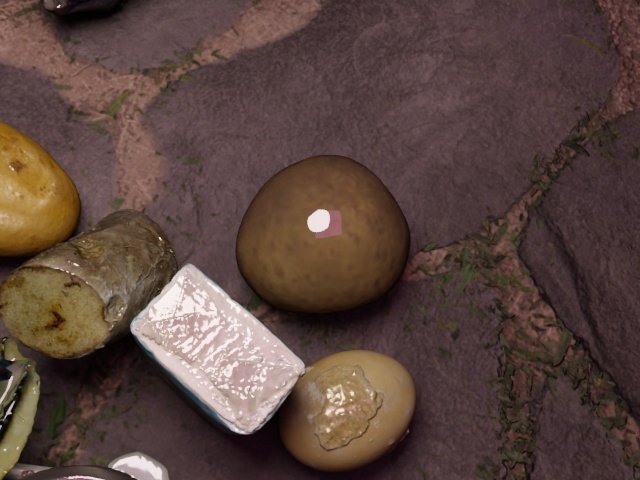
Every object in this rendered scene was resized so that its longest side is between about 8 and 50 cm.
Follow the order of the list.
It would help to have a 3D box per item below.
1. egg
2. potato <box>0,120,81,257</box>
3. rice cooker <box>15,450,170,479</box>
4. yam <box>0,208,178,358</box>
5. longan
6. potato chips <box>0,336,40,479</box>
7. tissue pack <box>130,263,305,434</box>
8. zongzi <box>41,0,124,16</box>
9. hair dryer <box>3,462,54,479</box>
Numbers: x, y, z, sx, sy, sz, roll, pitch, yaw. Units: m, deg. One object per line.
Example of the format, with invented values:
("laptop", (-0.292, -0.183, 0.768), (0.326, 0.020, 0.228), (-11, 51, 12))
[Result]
("egg", (0.039, 0.232, 1.041), (0.201, 0.164, 0.164), (-22, 80, -19))
("potato", (-0.411, -0.056, 1.048), (0.158, 0.203, 0.178), (17, 111, -29))
("rice cooker", (-0.277, 0.390, 0.876), (0.264, 0.316, 0.316), (37, 73, 2))
("yam", (-0.280, 0.055, 0.979), (0.154, 0.254, 0.154), (3, 106, 12))
("longan", (0.000, 0.000, 1.077), (0.246, 0.215, 0.246), (4, 112, 9))
("potato chips", (-0.480, 0.289, 0.865), (0.070, 0.358, 0.429), (37, 56, -40))
("tissue pack", (-0.137, 0.153, 0.974), (0.201, 0.271, 0.124), (45, 74, 4))
("zongzi", (-0.323, -0.596, 1.053), (0.208, 0.432, 0.403), (-23, 78, -51))
("hair dryer", (-0.409, 0.305, 0.996), (0.137, 0.082, 0.047), (17, 72, -21))
